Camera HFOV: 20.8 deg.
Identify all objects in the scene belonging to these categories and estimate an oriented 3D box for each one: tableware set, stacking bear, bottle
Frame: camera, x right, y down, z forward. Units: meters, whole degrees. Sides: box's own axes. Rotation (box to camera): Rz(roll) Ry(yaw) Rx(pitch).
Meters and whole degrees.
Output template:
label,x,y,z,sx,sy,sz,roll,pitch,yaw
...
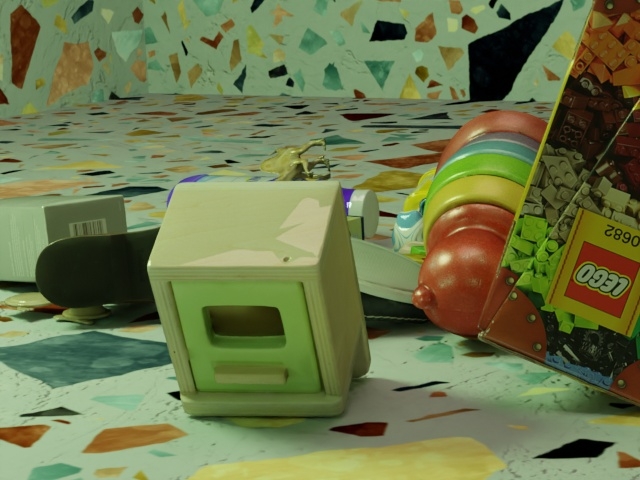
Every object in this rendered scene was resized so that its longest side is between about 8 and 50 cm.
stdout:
label,x,y,z,sx,sy,sz,roll,pitch,yaw
tableware set,-0.277,0.070,2.033,0.141,0.020,0.169,6,12,32
stacking bear,0.177,-0.002,1.836,0.175,0.164,0.289,8,34,13
bottle,-0.063,-0.039,2.361,0.283,0.092,0.118,2,18,23

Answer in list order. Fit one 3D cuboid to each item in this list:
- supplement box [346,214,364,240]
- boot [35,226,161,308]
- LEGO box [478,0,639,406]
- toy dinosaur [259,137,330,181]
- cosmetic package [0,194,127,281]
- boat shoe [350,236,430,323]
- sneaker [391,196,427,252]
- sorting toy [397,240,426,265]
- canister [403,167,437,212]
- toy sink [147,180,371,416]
label,x,y,z,sx,sy,sz,roll,pitch,yaw
supplement box,0.000,0.000,2.234,0.083,0.056,0.083,5,12,35
boot,-0.160,0.029,1.970,0.305,0.112,0.115,2,3,1
LEGO box,0.356,-0.092,1.685,0.193,0.372,0.500,22,18,15
toy dinosaur,-0.036,-0.108,2.323,0.093,0.053,0.183,-9,24,1
cosmetic package,-0.357,-0.004,2.184,0.127,0.107,0.238,-11,5,-40
boat shoe,-0.013,0.046,1.861,0.303,0.091,0.114,15,23,-9
sneaker,0.165,-0.018,2.217,0.085,0.086,0.237,1,10,28
sorting toy,0.166,0.034,1.997,0.193,0.038,0.208,8,13,12
canister,0.187,-0.053,2.430,0.126,0.073,0.170,0,12,13
toy sink,-0.049,0.076,1.565,0.153,0.234,0.131,0,40,12
